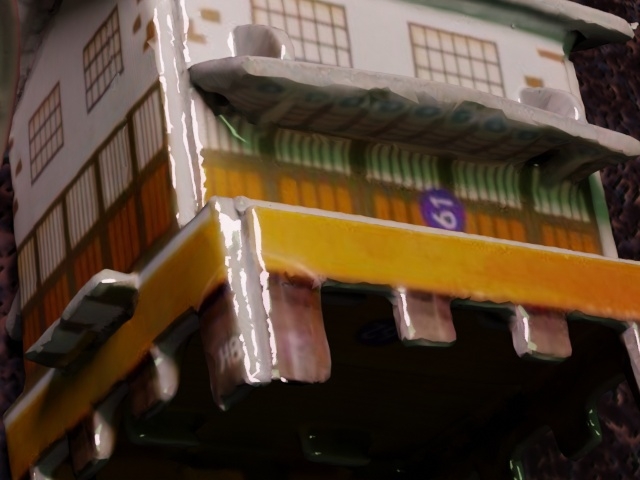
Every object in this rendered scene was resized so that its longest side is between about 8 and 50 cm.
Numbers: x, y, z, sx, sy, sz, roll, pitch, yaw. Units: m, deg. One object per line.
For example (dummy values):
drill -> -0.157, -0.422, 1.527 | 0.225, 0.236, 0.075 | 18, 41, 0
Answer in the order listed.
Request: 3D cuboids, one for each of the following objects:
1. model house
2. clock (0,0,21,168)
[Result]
model house -> 0.000, 0.000, 0.732 | 0.224, 0.198, 0.215 | 8, 60, -30
clock -> -0.166, 0.010, 0.588 | 0.056, 0.244, 0.244 | 28, 42, 16
